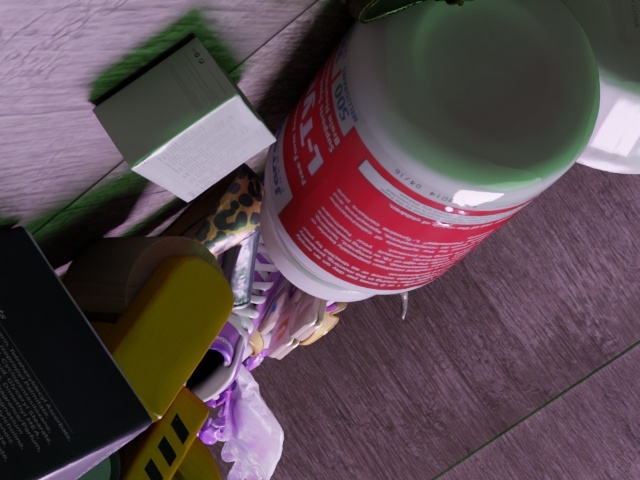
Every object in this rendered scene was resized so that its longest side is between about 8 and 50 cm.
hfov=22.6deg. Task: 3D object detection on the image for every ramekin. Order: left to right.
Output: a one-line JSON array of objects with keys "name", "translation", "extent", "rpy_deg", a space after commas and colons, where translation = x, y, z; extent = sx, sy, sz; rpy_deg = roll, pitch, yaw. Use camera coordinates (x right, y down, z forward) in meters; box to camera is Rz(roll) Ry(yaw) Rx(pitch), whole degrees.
[{"name": "ramekin", "translation": [0.306, -0.216, 1.553], "extent": [0.277, 0.277, 0.135], "rpy_deg": [-32, 165, -19]}]

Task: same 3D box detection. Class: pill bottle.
[{"name": "pill bottle", "translation": [0.079, -0.083, 1.534], "extent": [0.229, 0.229, 0.408], "rpy_deg": [-31, 173, -26]}]

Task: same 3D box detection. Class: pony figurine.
[{"name": "pony figurine", "translation": [-0.162, 0.196, 2.404], "extent": [0.363, 0.303, 0.351], "rpy_deg": [-10, 151, -38]}]

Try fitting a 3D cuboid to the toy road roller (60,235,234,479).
[{"name": "toy road roller", "translation": [-0.185, 0.177, 1.566], "extent": [0.202, 0.240, 0.329], "rpy_deg": [0, -127, 52]}]

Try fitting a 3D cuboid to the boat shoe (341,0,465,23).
[{"name": "boat shoe", "translation": [0.115, -0.232, 1.317], "extent": [0.207, 0.073, 0.073], "rpy_deg": [-32, 174, -7]}]

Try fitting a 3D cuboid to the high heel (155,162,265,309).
[{"name": "high heel", "translation": [-0.184, 0.004, 1.703], "extent": [0.261, 0.093, 0.186], "rpy_deg": [-9, 129, -24]}]

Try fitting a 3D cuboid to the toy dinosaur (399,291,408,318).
[{"name": "toy dinosaur", "translation": [0.051, 0.001, 2.124], "extent": [0.121, 0.313, 0.160], "rpy_deg": [-22, -151, -14]}]

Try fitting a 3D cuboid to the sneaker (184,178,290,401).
[{"name": "sneaker", "translation": [-0.088, 0.067, 1.858], "extent": [0.282, 0.102, 0.161], "rpy_deg": [-63, -170, 15]}]

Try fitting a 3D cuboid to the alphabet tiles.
[{"name": "alphabet tiles", "translation": [0.000, 0.000, 1.915], "extent": [0.278, 0.021, 0.284], "rpy_deg": [-45, -155, 57]}]

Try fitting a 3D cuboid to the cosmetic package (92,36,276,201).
[{"name": "cosmetic package", "translation": [-0.104, -0.092, 1.284], "extent": [0.099, 0.060, 0.239], "rpy_deg": [-37, 173, 1]}]

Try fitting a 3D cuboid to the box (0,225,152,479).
[{"name": "box", "translation": [-0.368, 0.170, 1.218], "extent": [0.293, 0.212, 0.395], "rpy_deg": [-37, 174, 20]}]
